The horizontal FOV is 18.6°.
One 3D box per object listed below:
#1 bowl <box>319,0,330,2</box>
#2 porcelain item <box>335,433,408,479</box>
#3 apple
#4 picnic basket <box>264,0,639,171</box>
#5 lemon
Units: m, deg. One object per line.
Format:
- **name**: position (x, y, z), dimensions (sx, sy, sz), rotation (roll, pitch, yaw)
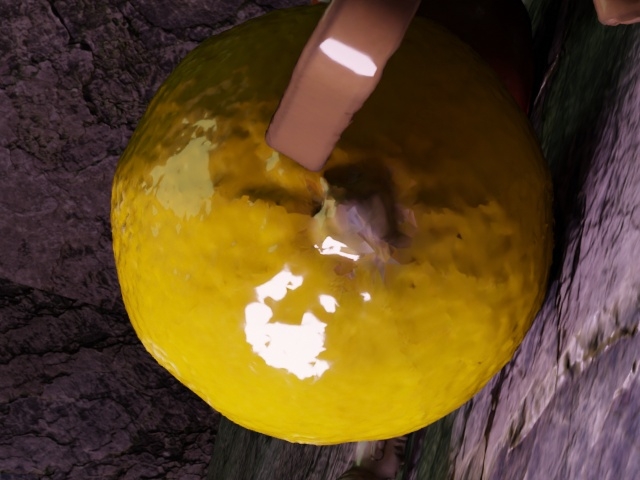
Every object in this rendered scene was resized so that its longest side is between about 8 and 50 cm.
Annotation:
- **bowl**: position (0.072, -0.299, 1.352), dimensions (0.277, 0.145, 0.277), rotation (-30, 19, 11)
- **porcelain item**: position (0.026, 0.218, 1.455), dimensions (0.084, 0.054, 0.213), rotation (136, 149, -76)
- **apple**: position (0.073, -0.126, 1.438), dimensions (0.181, 0.168, 0.181), rotation (-172, 90, -83)
- **picnic basket**: position (0.072, -0.189, 0.891), dimensions (0.321, 0.291, 0.254), rotation (-62, 3, -10)
- **lemon**: position (0.007, -0.009, 1.169), dimensions (0.293, 0.293, 0.293), rotation (-163, 90, -85)
